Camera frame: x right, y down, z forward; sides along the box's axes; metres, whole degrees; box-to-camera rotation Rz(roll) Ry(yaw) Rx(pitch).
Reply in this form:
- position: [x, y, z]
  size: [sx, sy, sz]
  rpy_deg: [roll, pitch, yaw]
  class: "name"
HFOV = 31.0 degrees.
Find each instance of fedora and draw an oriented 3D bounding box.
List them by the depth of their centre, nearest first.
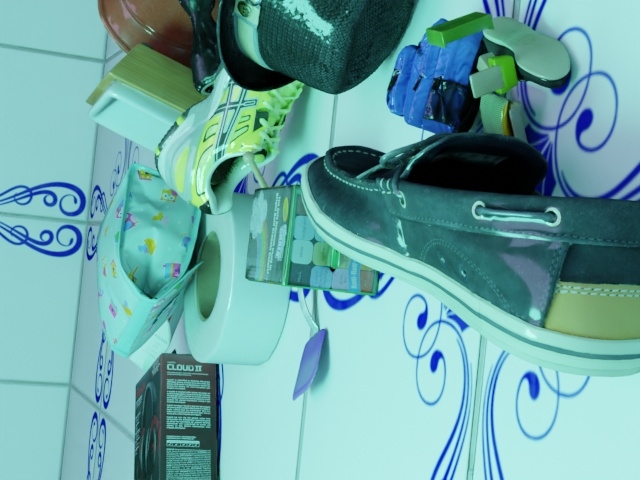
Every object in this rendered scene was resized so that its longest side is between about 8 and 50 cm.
- position: [0.022, -0.305, 1.445]
  size: [0.152, 0.334, 0.334]
  rpy_deg: [38, 128, 22]
  class: "fedora"

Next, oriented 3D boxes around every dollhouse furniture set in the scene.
- position: [0.157, -0.147, 1.155]
  size: [0.076, 0.058, 0.152]
  rpy_deg: [-140, 30, -63]
  class: "dollhouse furniture set"

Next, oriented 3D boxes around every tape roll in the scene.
- position: [-0.140, 0.061, 1.891]
  size: [0.286, 0.100, 0.286]
  rpy_deg: [-174, 90, -69]
  class: "tape roll"

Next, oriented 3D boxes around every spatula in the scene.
- position: [-0.021, 0.082, 1.673]
  size: [0.084, 0.030, 0.297]
  rpy_deg: [134, 138, -56]
  class: "spatula"

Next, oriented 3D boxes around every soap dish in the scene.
- position: [-0.255, -0.227, 2.048]
  size: [0.229, 0.290, 0.118]
  rpy_deg: [-17, 49, 68]
  class: "soap dish"

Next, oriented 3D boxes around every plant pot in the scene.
- position: [-0.229, -0.480, 2.092]
  size: [0.265, 0.272, 0.272]
  rpy_deg: [-46, 42, 45]
  class: "plant pot"

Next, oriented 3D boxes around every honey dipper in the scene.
- position: [-0.074, -0.063, 1.726]
  size: [0.161, 0.030, 0.030]
  rpy_deg: [62, 166, -17]
  class: "honey dipper"

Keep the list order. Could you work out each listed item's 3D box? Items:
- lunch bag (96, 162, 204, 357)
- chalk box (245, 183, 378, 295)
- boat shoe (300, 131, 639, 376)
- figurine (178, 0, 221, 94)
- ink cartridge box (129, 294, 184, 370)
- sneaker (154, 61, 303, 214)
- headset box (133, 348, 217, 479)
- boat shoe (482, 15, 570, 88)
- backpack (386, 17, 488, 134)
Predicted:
- position: [-0.295, 0.041, 1.943]
  size: [0.223, 0.160, 0.262]
  rpy_deg: [128, 148, -52]
  class: "lunch bag"
- position: [0.000, 0.000, 1.507]
  size: [0.213, 0.132, 0.132]
  rpy_deg: [-176, 93, -68]
  class: "chalk box"
- position: [0.137, -0.030, 1.087]
  size: [0.500, 0.186, 0.156]
  rpy_deg: [33, 120, 60]
  class: "boat shoe"
- position: [-0.146, -0.376, 1.893]
  size: [0.215, 0.092, 0.210]
  rpy_deg: [-26, 78, 39]
  class: "figurine"
- position: [-0.275, 0.123, 2.235]
  size: [0.225, 0.056, 0.181]
  rpy_deg: [-46, 16, 31]
  class: "ink cartridge box"
- position: [-0.092, -0.202, 1.767]
  size: [0.147, 0.145, 0.385]
  rpy_deg: [49, 114, 28]
  class: "sneaker"
- position: [-0.270, 0.350, 2.129]
  size: [0.218, 0.110, 0.293]
  rpy_deg: [134, 138, -59]
  class: "headset box"
- position: [0.207, -0.181, 1.148]
  size: [0.133, 0.049, 0.042]
  rpy_deg: [49, 162, 51]
  class: "boat shoe"
- position: [0.130, -0.178, 1.238]
  size: [0.098, 0.101, 0.120]
  rpy_deg: [-49, -23, -76]
  class: "backpack"
